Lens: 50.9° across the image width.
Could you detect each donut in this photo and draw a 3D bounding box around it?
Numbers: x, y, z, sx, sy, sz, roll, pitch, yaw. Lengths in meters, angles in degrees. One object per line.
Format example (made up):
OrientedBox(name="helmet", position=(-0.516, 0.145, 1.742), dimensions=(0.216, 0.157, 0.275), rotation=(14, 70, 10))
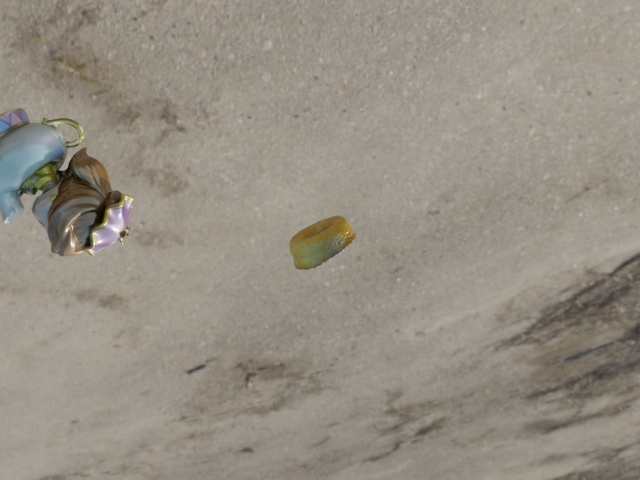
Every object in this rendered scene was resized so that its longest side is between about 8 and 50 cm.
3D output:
OrientedBox(name="donut", position=(0.000, 0.000, 1.445), dimensions=(0.152, 0.152, 0.058), rotation=(-22, 109, 13))

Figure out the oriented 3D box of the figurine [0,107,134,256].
OrientedBox(name="figurine", position=(-0.415, -0.081, 1.062), dimensions=(0.189, 0.263, 0.142), rotation=(-43, -176, -1))
